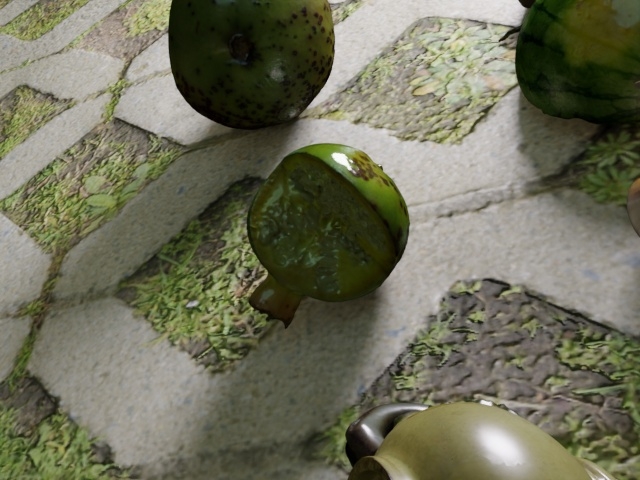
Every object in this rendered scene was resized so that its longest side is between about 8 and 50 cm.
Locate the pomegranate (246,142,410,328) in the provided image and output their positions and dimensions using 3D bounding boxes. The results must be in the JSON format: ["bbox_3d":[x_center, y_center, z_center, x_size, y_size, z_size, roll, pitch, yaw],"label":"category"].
[{"bbox_3d":[0.003,-0.006,0.558,0.169,0.143,0.122,-60,1,21],"label":"pomegranate"}]

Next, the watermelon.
[{"bbox_3d":[0.289,-0.220,0.595,0.204,0.127,0.232,-17,41,16],"label":"watermelon"}]

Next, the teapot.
[{"bbox_3d":[0.108,0.173,0.341,0.182,0.173,0.269,4,16,-15],"label":"teapot"}]

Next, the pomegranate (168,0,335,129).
[{"bbox_3d":[-0.083,-0.247,0.767,0.214,0.214,0.248,-21,12,8],"label":"pomegranate"}]

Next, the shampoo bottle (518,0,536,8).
[{"bbox_3d":[0.351,-0.425,0.770,0.125,0.084,0.350,21,64,35],"label":"shampoo bottle"}]

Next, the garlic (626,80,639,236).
[{"bbox_3d":[0.305,-0.092,0.408,0.207,0.207,0.257,-7,66,20],"label":"garlic"}]
